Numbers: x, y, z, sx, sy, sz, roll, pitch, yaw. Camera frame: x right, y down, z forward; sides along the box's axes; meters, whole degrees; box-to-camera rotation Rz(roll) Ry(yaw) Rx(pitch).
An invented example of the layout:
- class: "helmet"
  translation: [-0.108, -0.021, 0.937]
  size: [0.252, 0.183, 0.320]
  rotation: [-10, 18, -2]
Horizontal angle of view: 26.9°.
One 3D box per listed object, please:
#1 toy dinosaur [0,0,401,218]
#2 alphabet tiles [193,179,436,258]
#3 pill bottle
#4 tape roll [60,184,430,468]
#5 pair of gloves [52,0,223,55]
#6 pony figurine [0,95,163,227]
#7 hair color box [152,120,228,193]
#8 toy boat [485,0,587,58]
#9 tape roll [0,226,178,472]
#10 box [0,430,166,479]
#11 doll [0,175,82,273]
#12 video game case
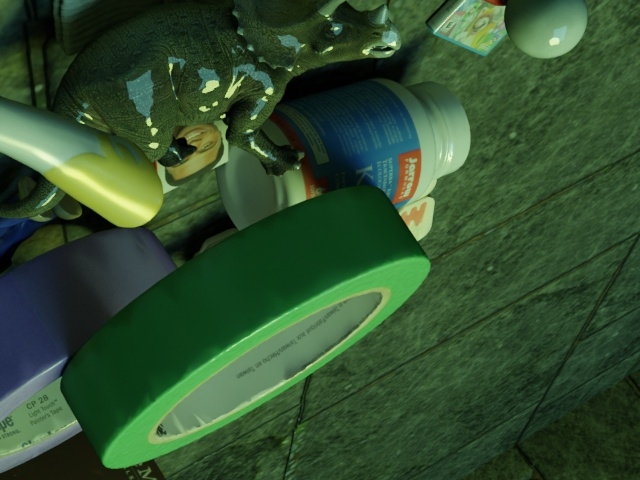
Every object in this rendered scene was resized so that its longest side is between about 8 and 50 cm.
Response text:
- class: "toy dinosaur"
  translation: [-0.102, -0.111, 0.940]
  size: [0.313, 0.121, 0.160]
  rotation: [-15, 132, -4]
- class: "alphabet tiles"
  translation: [0.000, 0.000, 1.382]
  size: [0.284, 0.021, 0.278]
  rotation: [-25, 144, -21]
- class: "pill bottle"
  translation: [0.026, -0.078, 1.211]
  size: [0.221, 0.124, 0.124]
  rotation: [-20, 153, -33]
- class: "tape roll"
  translation: [-0.060, 0.076, 1.130]
  size: [0.321, 0.077, 0.321]
  rotation: [-31, 166, -9]
- class: "pair of gloves"
  translation: [-0.072, -0.221, 0.900]
  size: [0.204, 0.042, 0.240]
  rotation: [-21, 154, -33]
- class: "pony figurine"
  translation: [-0.235, -0.113, 0.571]
  size: [0.303, 0.351, 0.363]
  rotation: [-36, 176, 8]
- class: "hair color box"
  translation: [-0.113, -0.101, 1.074]
  size: [0.072, 0.043, 0.141]
  rotation: [-29, 157, -18]
- class: "toy boat"
  translation: [0.207, -0.291, 1.020]
  size: [0.267, 0.148, 0.318]
  rotation: [-18, 151, -37]
- class: "tape roll"
  translation: [-0.238, 0.104, 1.178]
  size: [0.275, 0.090, 0.275]
  rotation: [-33, 167, -9]
- class: "box"
  translation: [-0.337, 0.300, 1.345]
  size: [0.381, 0.191, 0.143]
  rotation: [-10, 146, -47]
- class: "doll"
  translation: [-0.281, 0.019, 1.065]
  size: [0.189, 0.046, 0.129]
  rotation: [-39, 168, 21]
- class: "video game case"
  translation: [0.185, -0.245, 1.251]
  size: [0.166, 0.015, 0.119]
  rotation: [-45, 155, 20]
